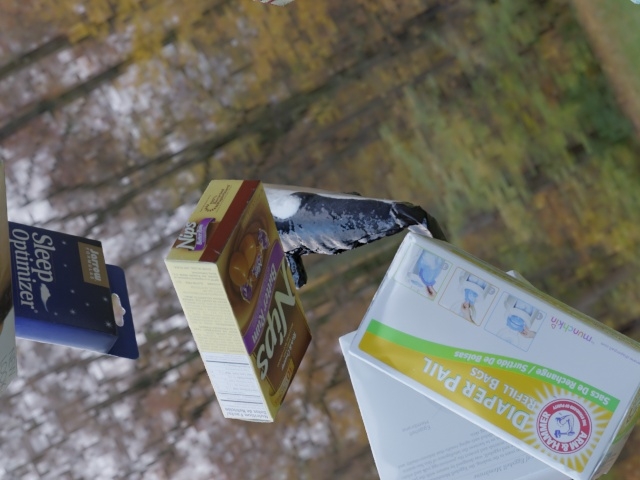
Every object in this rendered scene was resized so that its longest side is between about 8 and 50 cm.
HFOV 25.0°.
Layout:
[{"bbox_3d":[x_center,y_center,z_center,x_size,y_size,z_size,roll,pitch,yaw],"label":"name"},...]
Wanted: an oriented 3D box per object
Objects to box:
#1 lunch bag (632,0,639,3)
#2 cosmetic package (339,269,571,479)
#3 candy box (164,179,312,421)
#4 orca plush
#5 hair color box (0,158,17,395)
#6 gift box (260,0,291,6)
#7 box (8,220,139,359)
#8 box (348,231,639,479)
[{"bbox_3d":[0.165,-0.278,0.990,0.108,0.279,0.224,59,-146,-77],"label":"lunch bag"},{"bbox_3d":[0.172,0.187,1.653,0.138,0.224,0.224,33,-142,-63],"label":"cosmetic package"},{"bbox_3d":[-0.066,0.053,1.239,0.109,0.053,0.186,-65,-31,-43],"label":"candy box"},{"bbox_3d":[0.000,0.000,1.488,0.151,0.287,0.102,-4,-81,-57],"label":"orca plush"},{"bbox_3d":[-0.290,0.104,0.779,0.339,0.110,0.185,-64,-15,-48],"label":"hair color box"},{"bbox_3d":[0.014,-0.377,1.462,0.276,0.258,0.255,63,-166,-4],"label":"gift box"},{"bbox_3d":[-0.285,0.043,1.448,0.225,0.036,0.136,14,-141,-31],"label":"box"},{"bbox_3d":[0.143,0.086,1.083,0.203,0.103,0.114,28,-175,17],"label":"box"}]
